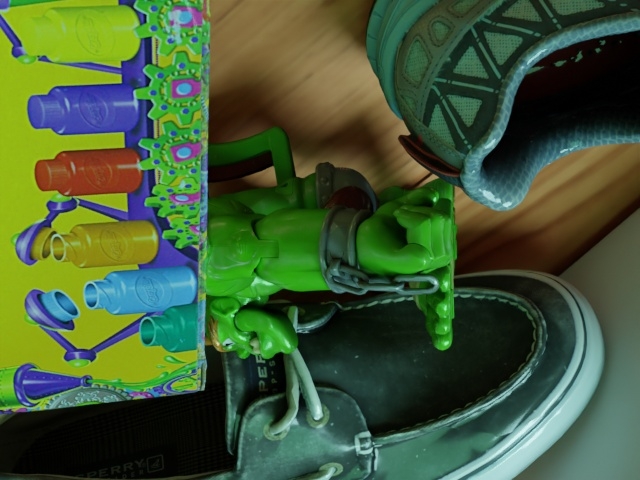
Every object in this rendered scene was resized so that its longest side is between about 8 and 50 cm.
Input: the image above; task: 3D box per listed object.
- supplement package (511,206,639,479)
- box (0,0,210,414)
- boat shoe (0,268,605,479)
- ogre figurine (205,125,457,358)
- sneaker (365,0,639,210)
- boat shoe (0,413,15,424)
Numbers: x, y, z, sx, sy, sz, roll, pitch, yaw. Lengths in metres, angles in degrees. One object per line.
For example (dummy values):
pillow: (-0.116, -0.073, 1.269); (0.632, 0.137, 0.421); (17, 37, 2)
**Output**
supplement package: (0.248, 0.066, 0.671); (0.177, 0.175, 0.293); (22, 126, -36)
box: (-0.179, -0.093, 0.372); (0.279, 0.177, 0.290); (-5, 138, -11)
boat shoe: (-0.024, 0.088, 0.650); (0.335, 0.121, 0.119); (-21, 147, 8)
ogre figurine: (0.000, 0.000, 0.566); (0.118, 0.197, 0.097); (1, 111, 7)
sneaker: (0.152, -0.089, 0.513); (0.262, 0.125, 0.104); (-26, 138, 12)
boat shoe: (-0.195, 0.061, 0.582); (0.302, 0.109, 0.098); (-35, 92, 31)
